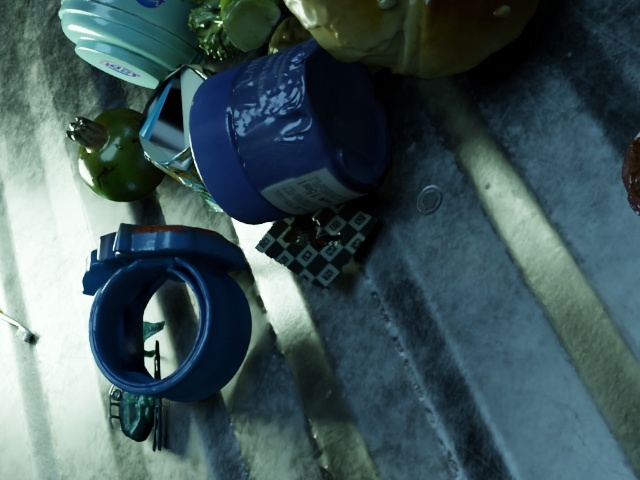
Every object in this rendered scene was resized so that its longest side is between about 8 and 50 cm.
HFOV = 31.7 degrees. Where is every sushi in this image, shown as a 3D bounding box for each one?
[{"bbox_3d":[0.000,0.000,1.757,0.139,0.031,0.201,-52,42,-8],"label":"sushi"}]

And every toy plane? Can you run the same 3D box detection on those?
[{"bbox_3d":[-0.306,0.249,1.921,0.096,0.060,0.235,-18,63,28],"label":"toy plane"}]

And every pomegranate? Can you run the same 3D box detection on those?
[{"bbox_3d":[-0.379,-0.167,2.072,0.180,0.209,0.180,-20,56,33],"label":"pomegranate"}]

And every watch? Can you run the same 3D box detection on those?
[{"bbox_3d":[-0.277,0.123,1.830,0.305,0.241,0.275,-11,74,27],"label":"watch"}]

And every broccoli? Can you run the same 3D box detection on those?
[{"bbox_3d":[-0.142,-0.389,1.850,0.252,0.221,0.361,-21,30,23],"label":"broccoli"}]

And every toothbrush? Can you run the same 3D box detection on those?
[{"bbox_3d":[-0.665,0.153,2.333,0.288,0.021,0.024,24,79,47],"label":"toothbrush"}]

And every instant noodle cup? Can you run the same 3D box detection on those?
[{"bbox_3d":[-0.186,-0.182,1.918,0.240,0.178,0.240,-19,60,37],"label":"instant noodle cup"}]

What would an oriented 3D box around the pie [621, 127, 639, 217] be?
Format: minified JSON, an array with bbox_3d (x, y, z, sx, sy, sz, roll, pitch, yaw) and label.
[{"bbox_3d":[0.451,-0.090,1.359,0.182,0.049,0.182,-21,54,32],"label":"pie"}]

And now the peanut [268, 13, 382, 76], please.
[{"bbox_3d":[0.032,-0.324,1.804,0.291,0.143,0.159,-26,65,40],"label":"peanut"}]

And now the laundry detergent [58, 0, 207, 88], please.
[{"bbox_3d":[-0.315,-0.455,2.090,0.287,0.287,0.305,14,81,46],"label":"laundry detergent"}]

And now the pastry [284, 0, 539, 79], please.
[{"bbox_3d":[0.131,-0.424,1.582,0.245,0.409,0.410,115,159,-66],"label":"pastry"}]

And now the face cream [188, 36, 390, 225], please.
[{"bbox_3d":[-0.038,-0.164,1.709,0.225,0.249,0.249,-14,62,30],"label":"face cream"}]
